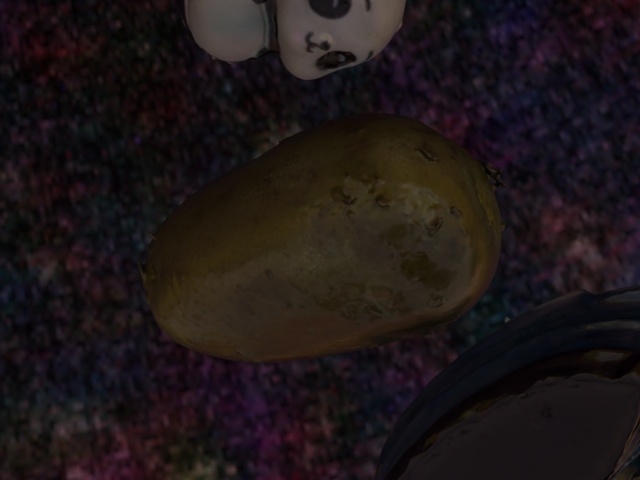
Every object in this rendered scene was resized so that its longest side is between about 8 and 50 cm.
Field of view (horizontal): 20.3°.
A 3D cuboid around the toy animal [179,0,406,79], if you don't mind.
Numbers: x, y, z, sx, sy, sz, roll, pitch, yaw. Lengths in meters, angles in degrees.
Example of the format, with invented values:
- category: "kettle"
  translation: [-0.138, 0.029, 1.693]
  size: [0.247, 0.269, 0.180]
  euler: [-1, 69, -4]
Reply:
- category: "toy animal"
  translation: [-0.019, -0.214, 1.466]
  size: [0.179, 0.138, 0.166]
  euler: [17, 147, 11]

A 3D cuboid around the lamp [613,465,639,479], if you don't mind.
- category: "lamp"
  translation: [0.241, 0.288, 1.974]
  size: [0.182, 0.182, 0.314]
  euler: [19, 149, -35]

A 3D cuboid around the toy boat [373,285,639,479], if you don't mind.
- category: "toy boat"
  translation: [0.141, 0.119, 1.206]
  size: [0.129, 0.142, 0.309]
  euler: [45, 121, -7]

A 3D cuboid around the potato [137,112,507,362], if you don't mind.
- category: "potato"
  translation: [0.003, 0.004, 1.753]
  size: [0.359, 0.219, 0.270]
  euler: [-19, 163, 27]
